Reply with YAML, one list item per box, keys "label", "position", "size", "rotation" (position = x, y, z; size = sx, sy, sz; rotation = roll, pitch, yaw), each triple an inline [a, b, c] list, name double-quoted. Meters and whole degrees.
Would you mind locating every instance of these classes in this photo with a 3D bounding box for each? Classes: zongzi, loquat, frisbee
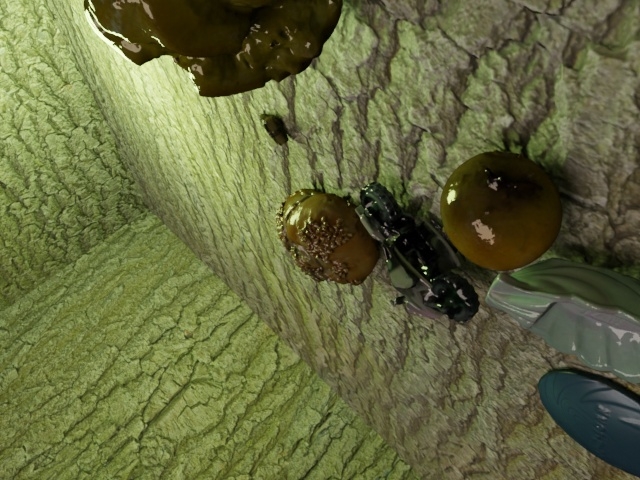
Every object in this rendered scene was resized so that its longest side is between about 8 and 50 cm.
- label: "zongzi"
  position: [-0.116, -0.269, 1.206]
  size: [0.076, 0.040, 0.083]
  rotation: [55, 170, -31]
- label: "loquat"
  position: [0.253, -0.036, 0.726]
  size: [0.172, 0.149, 0.205]
  rotation: [50, 157, 23]
- label: "frisbee"
  position: [0.550, 0.369, 0.964]
  size: [0.289, 0.049, 0.290]
  rotation: [40, 157, 21]

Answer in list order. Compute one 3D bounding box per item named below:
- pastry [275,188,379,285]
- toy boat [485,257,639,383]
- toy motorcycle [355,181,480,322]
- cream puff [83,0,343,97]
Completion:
- label: "pastry"
  position: [0.000, 0.000, 1.257]
  size: [0.310, 0.162, 0.255]
  rotation: [12, 135, 54]
- label: "toy boat"
  position: [0.395, 0.108, 0.723]
  size: [0.290, 0.100, 0.199]
  rotation: [22, 155, 17]
- label: "toy motorcycle"
  position: [0.178, 0.037, 1.009]
  size: [0.327, 0.143, 0.188]
  rotation: [52, 159, 13]
- label: "cream puff"
  position: [-0.117, -0.353, 0.709]
  size: [0.276, 0.378, 0.378]
  rotation: [52, 158, -8]
